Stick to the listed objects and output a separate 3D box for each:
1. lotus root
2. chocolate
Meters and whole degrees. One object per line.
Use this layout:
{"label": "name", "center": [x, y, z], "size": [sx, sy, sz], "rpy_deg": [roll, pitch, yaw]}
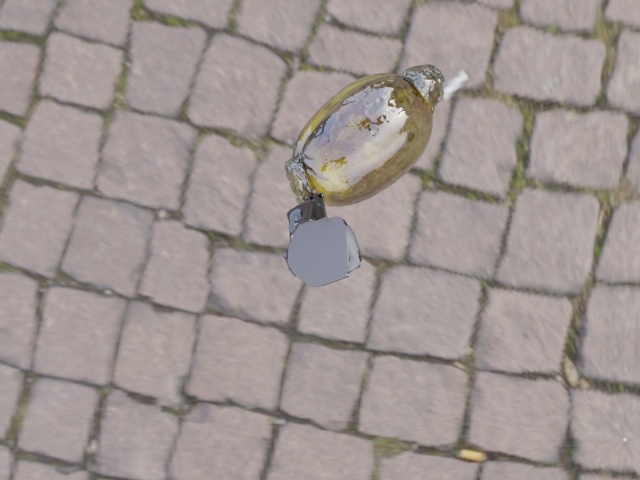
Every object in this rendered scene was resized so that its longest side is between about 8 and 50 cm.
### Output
{"label": "lotus root", "center": [0.051, -0.110, 1.506], "size": [0.209, 0.120, 0.120], "rpy_deg": [-39, 76, -9]}
{"label": "chocolate", "center": [-0.002, 0.003, 1.216], "size": [0.070, 0.147, 0.072], "rpy_deg": [29, 96, -3]}
